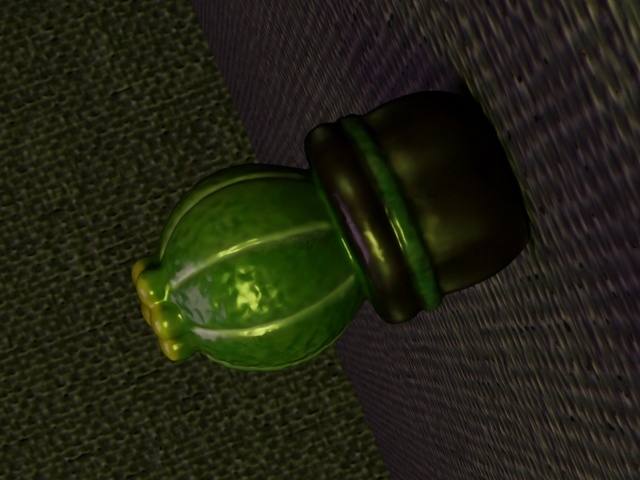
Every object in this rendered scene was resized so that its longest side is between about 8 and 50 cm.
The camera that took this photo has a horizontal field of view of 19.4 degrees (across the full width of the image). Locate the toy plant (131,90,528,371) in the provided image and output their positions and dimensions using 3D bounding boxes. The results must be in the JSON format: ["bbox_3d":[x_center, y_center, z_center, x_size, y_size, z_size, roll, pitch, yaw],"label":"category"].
[{"bbox_3d":[0.000,0.000,0.791,0.093,0.162,0.093,159,90,-87],"label":"toy plant"}]
